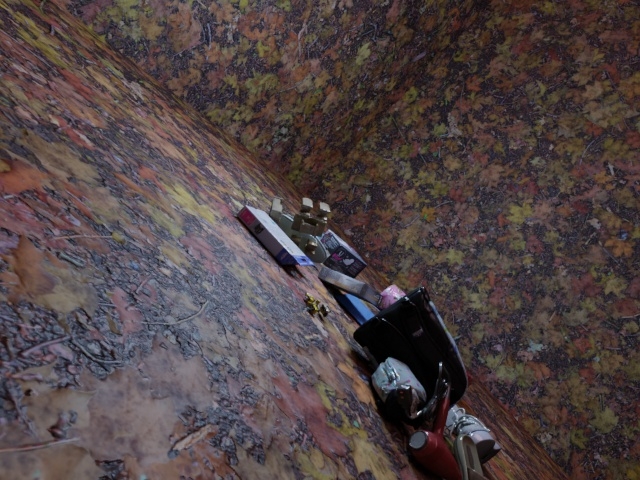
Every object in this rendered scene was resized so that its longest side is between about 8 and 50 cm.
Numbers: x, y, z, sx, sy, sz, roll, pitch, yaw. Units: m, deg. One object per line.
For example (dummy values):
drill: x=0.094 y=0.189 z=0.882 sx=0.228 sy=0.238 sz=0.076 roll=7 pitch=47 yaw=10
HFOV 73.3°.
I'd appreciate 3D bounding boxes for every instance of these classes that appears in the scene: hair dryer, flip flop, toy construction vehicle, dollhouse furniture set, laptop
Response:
hair dryer: x=0.310 y=0.482 z=1.107 sx=0.223 sy=0.080 sz=0.294 roll=-8 pitch=86 yaw=-37
flip flop: x=0.421 y=0.633 z=1.111 sx=0.112 sy=0.080 sz=0.277 roll=42 pitch=28 yaw=-26
toy construction vehicle: x=-0.015 y=0.217 z=1.406 sx=0.085 sy=0.035 sz=0.098 roll=25 pitch=15 yaw=-34
dollhouse furniture set: x=-0.101 y=-0.086 z=1.850 sx=0.241 sy=0.212 sz=0.161 roll=15 pitch=22 yaw=-10
laptop: x=0.316 y=0.315 z=1.874 sx=0.382 sy=0.407 sz=0.237 roll=17 pitch=62 yaw=-73

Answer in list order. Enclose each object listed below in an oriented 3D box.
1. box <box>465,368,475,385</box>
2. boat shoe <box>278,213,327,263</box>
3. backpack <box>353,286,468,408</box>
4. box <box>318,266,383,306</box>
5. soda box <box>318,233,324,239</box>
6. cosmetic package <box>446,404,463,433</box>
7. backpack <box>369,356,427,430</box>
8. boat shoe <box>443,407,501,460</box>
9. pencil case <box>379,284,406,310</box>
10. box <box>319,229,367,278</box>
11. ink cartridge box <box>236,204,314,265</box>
box: x=0.614 y=0.635 z=2.059 sx=0.257 sy=0.128 sz=0.123 roll=38 pitch=10 yaw=-41
boat shoe: x=-0.083 y=-0.017 z=1.964 sx=0.302 sy=0.114 sz=0.091 roll=45 pitch=14 yaw=3
backpack: x=0.315 y=0.380 z=1.391 sx=0.356 sy=0.290 sz=0.273 roll=54 pitch=-4 yaw=20
box: x=0.129 y=0.196 z=1.831 sx=0.231 sy=0.056 sz=0.183 roll=20 pitch=-9 yaw=39
soda box: x=0.000 y=0.000 z=2.439 sx=0.067 sy=0.071 sz=0.210 roll=34 pitch=13 yaw=-47
cosmetic package: x=0.464 y=0.618 z=1.633 sx=0.099 sy=0.060 sz=0.239 roll=36 pitch=11 yaw=-33
backpack: x=0.219 y=0.422 z=1.217 sx=0.152 sy=0.115 sz=0.182 roll=39 pitch=7 yaw=-21
boat shoe: x=0.485 y=0.631 z=1.409 sx=0.367 sy=0.136 sz=0.156 roll=38 pitch=10 yaw=-50
pencil case: x=0.465 y=0.414 z=2.303 sx=0.386 sy=0.167 sz=0.160 roll=48 pitch=-14 yaw=28
box: x=0.102 y=0.082 z=2.276 sx=0.247 sy=0.142 sz=0.163 roll=38 pitch=10 yaw=-40
ink cartridge box: x=-0.166 y=0.001 z=1.631 sx=0.311 sy=0.065 sz=0.186 roll=44 pitch=8 yaw=13
